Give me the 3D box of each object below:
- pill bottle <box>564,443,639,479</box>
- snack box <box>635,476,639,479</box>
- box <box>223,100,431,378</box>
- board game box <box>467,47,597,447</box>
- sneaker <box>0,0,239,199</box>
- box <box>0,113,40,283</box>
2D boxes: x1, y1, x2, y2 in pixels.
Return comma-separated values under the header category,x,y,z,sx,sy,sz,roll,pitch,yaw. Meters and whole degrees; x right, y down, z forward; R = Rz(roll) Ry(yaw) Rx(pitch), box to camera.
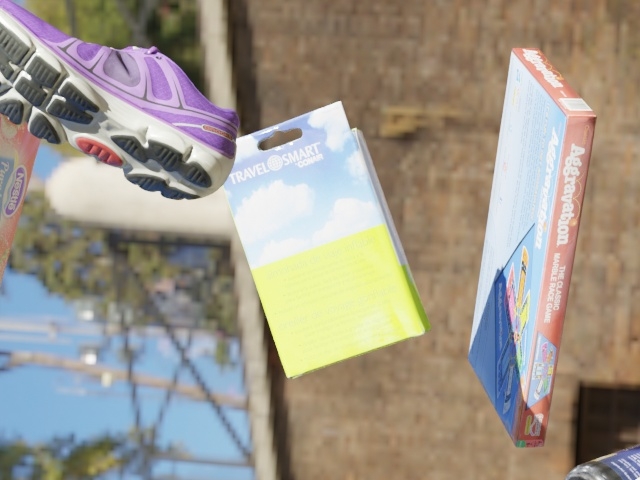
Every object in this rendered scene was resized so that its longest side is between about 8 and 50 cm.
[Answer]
category,x,y,z,sx,sy,sz,roll,pitch,yaw
pill bottle,0.331,0.281,1.943,0.123,0.219,0.122,37,134,51
snack box,0.213,0.335,1.373,0.060,0.187,0.322,40,150,47
box,0.000,0.000,1.344,0.042,0.109,0.178,-3,-106,-79
board game box,0.163,0.006,1.448,0.145,0.027,0.281,-112,25,-62
sneaker,-0.122,-0.086,1.037,0.068,0.170,0.071,-37,27,50
box,-0.482,-0.088,2.427,0.142,0.154,0.300,10,-84,-60
